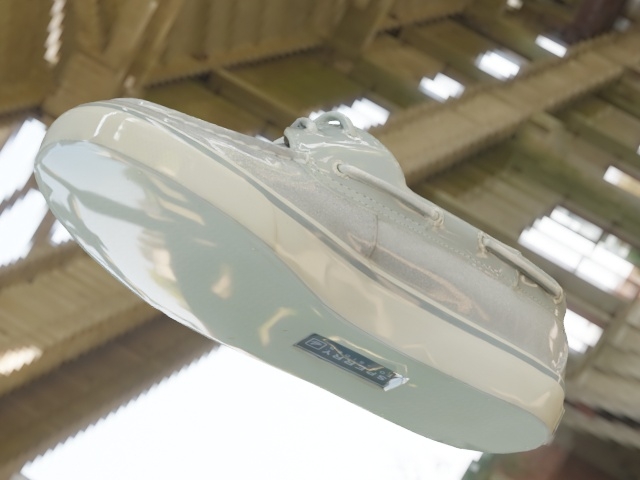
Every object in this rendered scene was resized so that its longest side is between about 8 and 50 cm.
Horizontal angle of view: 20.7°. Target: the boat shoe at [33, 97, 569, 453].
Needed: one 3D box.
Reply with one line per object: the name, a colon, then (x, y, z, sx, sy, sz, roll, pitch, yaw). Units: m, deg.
boat shoe: (0.001, 0.000, 0.642, 0.079, 0.227, 0.081, -27, 40, 49)
